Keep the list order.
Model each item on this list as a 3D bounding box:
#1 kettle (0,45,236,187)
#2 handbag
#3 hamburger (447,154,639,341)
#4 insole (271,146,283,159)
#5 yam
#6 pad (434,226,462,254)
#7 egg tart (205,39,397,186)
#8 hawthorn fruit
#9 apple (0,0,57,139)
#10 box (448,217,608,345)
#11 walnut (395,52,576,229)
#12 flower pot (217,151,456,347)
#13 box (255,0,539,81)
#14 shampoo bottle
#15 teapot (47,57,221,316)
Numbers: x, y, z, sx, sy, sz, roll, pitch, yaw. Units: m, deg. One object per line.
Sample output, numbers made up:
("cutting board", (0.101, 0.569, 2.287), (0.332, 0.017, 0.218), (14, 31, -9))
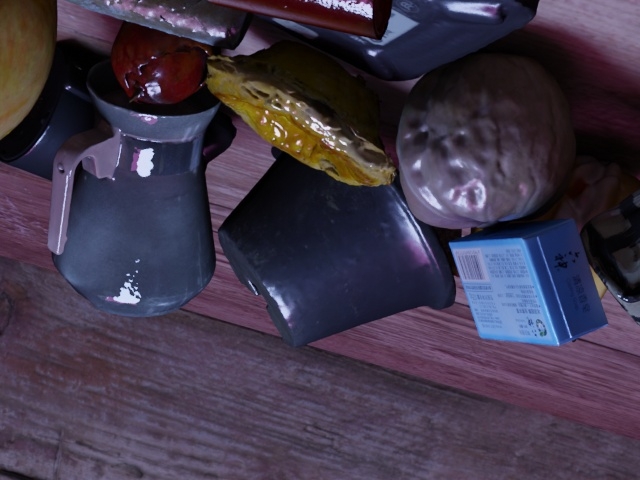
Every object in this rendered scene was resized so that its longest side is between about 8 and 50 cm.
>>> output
("kettle", (-0.333, -0.188, 2.071), (0.308, 0.262, 0.203), (25, -159, -37))
("handbag", (0.532, 0.000, 1.639), (0.327, 0.162, 0.325), (-32, 148, 13))
("hamburger", (0.326, -0.014, 1.856), (0.237, 0.276, 0.276), (24, 164, 6))
("insole", (-0.056, -0.136, 2.228), (0.045, 0.002, 0.135), (10, 162, 22))
("yam", (-0.211, -0.319, 1.635), (0.259, 0.093, 0.093), (17, 163, 1))
("pad", (0.122, -0.023, 2.124), (0.235, 0.158, 0.003), (9, 140, -2))
("egg tart", (-0.015, -0.178, 1.663), (0.295, 0.116, 0.295), (31, 177, 2))
("hawthorn fruit", (-0.219, -0.250, 1.727), (0.148, 0.172, 0.148), (21, 142, 18))
("apple", (-0.500, -0.279, 1.532), (0.391, 0.391, 0.346), (24, 140, -26))
("box", (0.264, 0.053, 1.643), (0.083, 0.142, 0.232), (-20, -176, -18))
("walnut", (0.210, -0.129, 1.625), (0.248, 0.248, 0.248), (14, 163, 4))
("flower pot", (0.000, 0.000, 1.910), (0.379, 0.251, 0.379), (55, 170, 15))
("box", (0.040, -0.306, 1.453), (0.359, 0.091, 0.350), (24, 161, -20))
("shampoo bottle", (-0.055, -0.280, 1.371), (0.260, 0.064, 0.102), (14, 163, 14))
("teapot", (-0.282, -0.075, 1.882), (0.253, 0.344, 0.300), (27, -146, 27))
